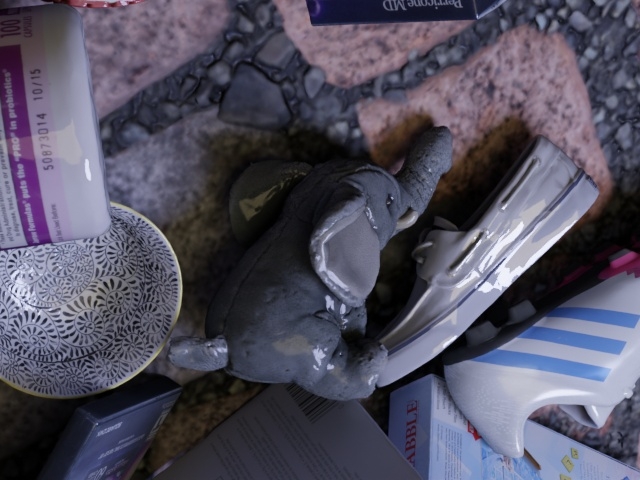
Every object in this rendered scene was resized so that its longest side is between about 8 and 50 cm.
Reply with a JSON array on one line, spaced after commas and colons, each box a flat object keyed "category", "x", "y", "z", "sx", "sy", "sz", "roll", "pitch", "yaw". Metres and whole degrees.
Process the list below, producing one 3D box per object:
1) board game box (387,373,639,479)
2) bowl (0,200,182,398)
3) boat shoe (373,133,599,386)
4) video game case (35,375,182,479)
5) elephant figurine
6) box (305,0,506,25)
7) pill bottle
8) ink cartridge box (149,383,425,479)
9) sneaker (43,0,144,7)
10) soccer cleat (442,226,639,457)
[{"category": "board game box", "x": 0.193, "y": 0.326, "z": 1.276, "sx": 0.318, "sy": 0.319, "sz": 0.066, "roll": 27, "pitch": 141, "yaw": -30}, {"category": "bowl", "x": -0.202, "y": 0.033, "z": 1.085, "sx": 0.170, "sy": 0.080, "sz": 0.170, "roll": -10, "pitch": 115, "yaw": -21}, {"category": "boat shoe", "x": 0.127, "y": 0.016, "z": 1.223, "sx": 0.267, "sy": 0.096, "sz": 0.088, "roll": -43, "pitch": 94, "yaw": 5}, {"category": "video game case", "x": -0.219, "y": 0.242, "z": 1.122, "sx": 0.026, "sy": 0.196, "sz": 0.274, "roll": 31, "pitch": 98, "yaw": 10}, {"category": "elephant figurine", "x": 0.000, "y": 0.000, "z": 1.138, "sx": 0.169, "sy": 0.186, "sz": 0.239, "roll": 16, "pitch": 95, "yaw": 7}, {"category": "box", "x": 0.057, "y": -0.272, "z": 1.006, "sx": 0.108, "sy": 0.153, "sz": 0.207, "roll": -42, "pitch": 125, "yaw": -45}, {"category": "pill bottle", "x": -0.303, "y": -0.064, "z": 0.934, "sx": 0.301, "sy": 0.169, "sz": 0.169, "roll": -8, "pitch": 115, "yaw": -8}, {"category": "ink cartridge box", "x": -0.035, "y": 0.240, "z": 1.135, "sx": 0.239, "sy": 0.275, "sz": 0.060, "roll": -38, "pitch": 122, "yaw": -4}, {"category": "sneaker", "x": -0.129, "y": -0.232, "z": 1.010, "sx": 0.225, "sy": 0.088, "sz": 0.093, "roll": -24, "pitch": 116, "yaw": -24}, {"category": "soccer cleat", "x": 0.271, "y": 0.087, "z": 1.281, "sx": 0.331, "sy": 0.116, "sz": 0.143, "roll": -26, "pitch": 94, "yaw": -11}]
